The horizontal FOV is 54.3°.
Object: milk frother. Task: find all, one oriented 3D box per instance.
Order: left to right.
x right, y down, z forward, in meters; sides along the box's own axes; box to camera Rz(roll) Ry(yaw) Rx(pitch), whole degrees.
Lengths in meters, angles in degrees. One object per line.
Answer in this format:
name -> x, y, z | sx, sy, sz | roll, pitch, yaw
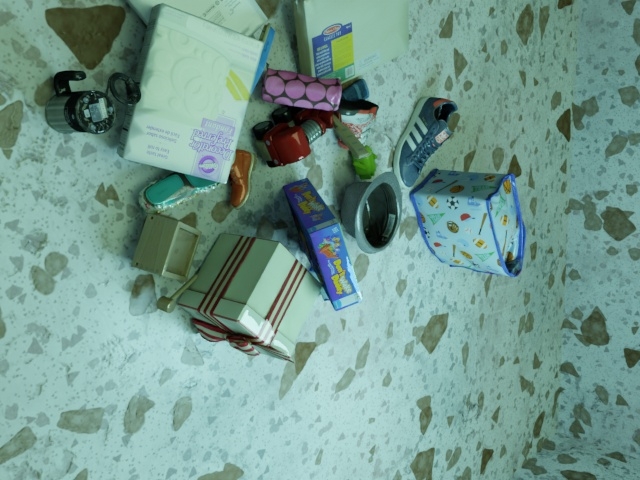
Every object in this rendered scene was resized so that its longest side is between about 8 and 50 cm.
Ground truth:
milk frother -> -0.457, -0.277, 1.262 | 0.143, 0.135, 0.129 | -4, 101, -48

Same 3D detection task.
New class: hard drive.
hard drive -> -0.303, -0.558, 1.380 | 0.233, 0.047, 0.353 | -47, 127, -9

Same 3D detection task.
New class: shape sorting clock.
shape sorting clock -> -0.163, -0.431, 1.525 | 0.040, 0.206, 0.206 | 22, 80, -15

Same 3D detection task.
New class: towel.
towel -> 0.105, -0.446, 1.919 | 0.119, 0.029, 0.067 | -42, 125, -34

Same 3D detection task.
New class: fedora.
fedora -> 0.147, -0.095, 1.961 | 0.243, 0.124, 0.275 | -49, 138, -27

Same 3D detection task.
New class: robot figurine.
robot figurine -> 0.136, -0.249, 1.962 | 0.101, 0.067, 0.115 | -45, 127, -45

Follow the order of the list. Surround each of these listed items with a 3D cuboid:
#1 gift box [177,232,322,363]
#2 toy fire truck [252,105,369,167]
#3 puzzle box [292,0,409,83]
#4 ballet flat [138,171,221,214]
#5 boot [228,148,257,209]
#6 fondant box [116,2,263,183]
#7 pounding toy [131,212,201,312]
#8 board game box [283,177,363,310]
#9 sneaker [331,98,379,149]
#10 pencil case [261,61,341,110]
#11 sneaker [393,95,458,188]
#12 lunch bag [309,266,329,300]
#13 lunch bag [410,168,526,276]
gift box -> -0.162, 0.165, 1.585 | 0.276, 0.255, 0.258 | 47, 62, -38
toy fire truck -> -0.018, -0.271, 1.657 | 0.217, 0.246, 0.158 | -44, 127, -33
puzzle box -> 0.099, -0.609, 1.777 | 0.409, 0.052, 0.272 | -32, 135, -30
ballet flat -> -0.329, -0.127, 1.479 | 0.241, 0.077, 0.091 | -27, 82, -37
boot -> -0.220, -0.161, 1.606 | 0.085, 0.059, 0.157 | 18, 76, -45
fondant box -> -0.286, -0.314, 1.374 | 0.238, 0.096, 0.330 | 12, 99, -30
pounding toy -> -0.362, 0.059, 1.462 | 0.181, 0.094, 0.206 | 37, 69, -73
board game box -> 0.000, 0.000, 1.671 | 0.078, 0.347, 0.233 | -21, 118, -5
sneaker -> 0.090, -0.330, 1.820 | 0.270, 0.090, 0.145 | -32, 144, -64
pencil case -> -0.048, -0.400, 1.638 | 0.098, 0.209, 0.095 | -85, -174, -52
sneaker -> 0.367, -0.339, 2.136 | 0.131, 0.148, 0.350 | 31, 75, -46
lunch bag -> 0.052, 0.095, 1.927 | 0.151, 0.096, 0.128 | -54, 131, -45
lunch bag -> 0.549, -0.053, 2.263 | 0.239, 0.328, 0.385 | -41, 124, -33
